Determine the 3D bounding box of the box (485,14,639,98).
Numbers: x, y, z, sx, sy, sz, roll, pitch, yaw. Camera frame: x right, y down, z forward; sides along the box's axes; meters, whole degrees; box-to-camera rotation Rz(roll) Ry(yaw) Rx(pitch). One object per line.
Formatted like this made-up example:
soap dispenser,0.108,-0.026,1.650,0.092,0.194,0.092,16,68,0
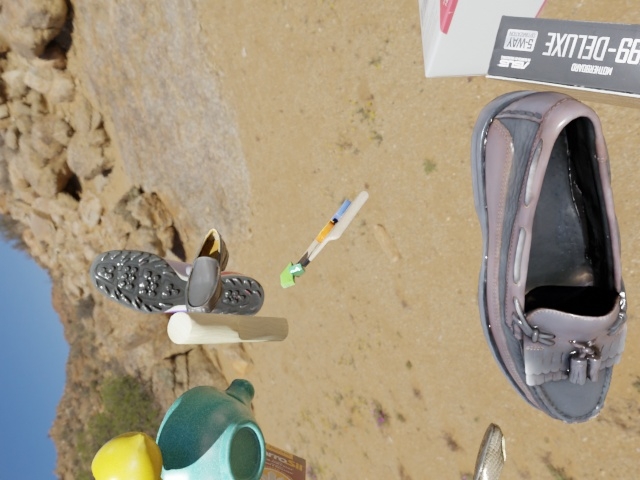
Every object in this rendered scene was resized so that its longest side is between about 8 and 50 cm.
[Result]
box,0.393,-0.219,0.657,0.242,0.307,0.076,22,111,33

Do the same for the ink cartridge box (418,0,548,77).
ink cartridge box,0.263,-0.526,0.863,0.279,0.160,0.384,83,-176,-74

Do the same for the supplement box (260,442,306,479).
supplement box,-0.084,0.394,0.782,0.104,0.080,0.188,23,178,0

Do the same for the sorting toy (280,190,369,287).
sorting toy,0.000,0.000,0.370,0.012,0.083,0.062,42,142,-5

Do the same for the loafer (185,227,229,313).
loafer,-0.189,0.050,0.820,0.170,0.062,0.061,-93,1,-50

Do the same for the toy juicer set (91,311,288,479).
toy juicer set,-0.125,0.192,0.469,0.209,0.089,0.329,45,-141,-46

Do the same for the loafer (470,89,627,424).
loafer,0.191,0.031,0.408,0.095,0.109,0.302,-120,13,-74

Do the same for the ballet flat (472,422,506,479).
ballet flat,0.282,0.438,0.845,0.058,0.249,0.084,12,164,18

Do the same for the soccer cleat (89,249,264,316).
soccer cleat,-0.271,0.087,0.965,0.116,0.318,0.108,180,101,-69
